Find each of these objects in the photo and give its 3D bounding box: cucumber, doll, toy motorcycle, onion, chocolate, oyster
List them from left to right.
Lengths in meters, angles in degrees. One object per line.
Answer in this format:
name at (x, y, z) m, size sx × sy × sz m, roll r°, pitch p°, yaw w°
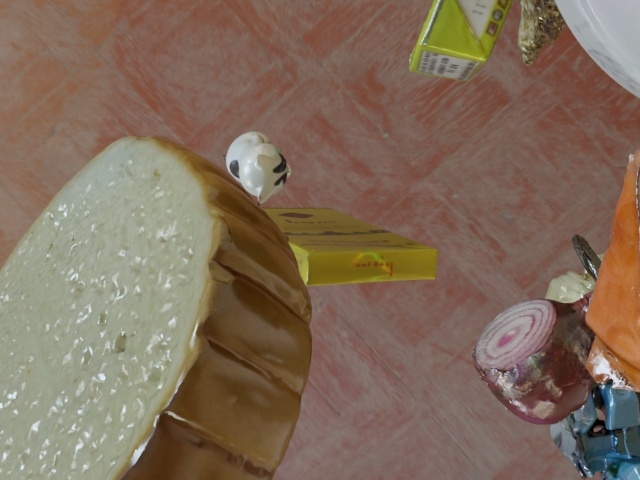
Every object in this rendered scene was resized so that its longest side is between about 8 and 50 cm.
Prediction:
doll at (-0.122, -0.147, 1.695) m, size 0.106 × 0.180 × 0.110 m, roll -16°, pitch 114°, yaw -19°
chocolate at (0.287, -0.458, 1.639) m, size 0.137 × 0.301 × 0.289 m, roll 23°, pitch 93°, yaw 2°
oyster at (0.475, -0.555, 1.861) m, size 0.110 × 0.204 × 0.396 m, roll -9°, pitch 115°, yaw 1°
onion at (0.331, 0.154, 1.206) m, size 0.218 × 0.195 × 0.140 m, roll -40°, pitch 94°, yaw 11°
cucumber at (0.530, 0.037, 1.693) m, size 0.034 × 0.135 × 0.033 m, roll 26°, pitch 118°, yaw -24°
toy motorcycle at (0.549, 0.345, 1.596) m, size 0.172 × 0.232 × 0.416 m, roll -5°, pitch 54°, yaw -10°

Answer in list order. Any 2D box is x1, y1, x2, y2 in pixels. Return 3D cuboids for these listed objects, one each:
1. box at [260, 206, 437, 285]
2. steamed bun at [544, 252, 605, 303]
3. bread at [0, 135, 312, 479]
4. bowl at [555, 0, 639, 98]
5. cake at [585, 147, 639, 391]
box at (0.000, 0.000, 1.002) m, size 0.153 × 0.279 × 0.041 m, roll -2°, pitch 102°, yaw -24°
steamed bun at (0.628, 0.142, 1.822) m, size 0.320 × 0.206 × 0.275 m, roll 17°, pitch 130°, yaw -7°
bread at (-0.101, 0.062, 0.397) m, size 0.070 × 0.236 × 0.236 m, roll 36°, pitch 92°, yaw -35°
bowl at (0.261, -0.191, 0.428) m, size 0.286 × 0.144 × 0.287 m, roll 1°, pitch 102°, yaw 3°
cake at (0.341, 0.028, 0.854) m, size 0.098 × 0.135 × 0.287 m, roll -3°, pitch 111°, yaw -12°
